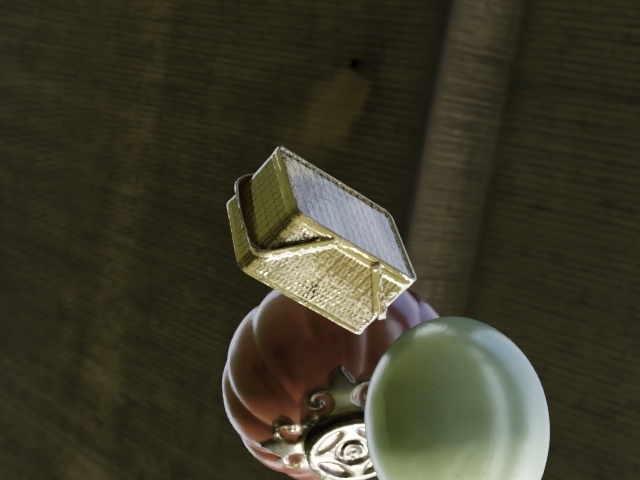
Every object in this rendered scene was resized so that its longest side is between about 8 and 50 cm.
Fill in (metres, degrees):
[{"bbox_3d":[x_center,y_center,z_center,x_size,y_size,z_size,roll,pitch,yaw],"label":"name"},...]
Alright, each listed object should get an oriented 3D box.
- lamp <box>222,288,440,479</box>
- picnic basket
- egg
[{"bbox_3d":[0.026,0.176,1.488,0.303,0.303,0.257,-54,-155,30],"label":"lamp"},{"bbox_3d":[0.000,0.000,1.065,0.079,0.164,0.115,-47,-146,21],"label":"picnic basket"},{"bbox_3d":[0.111,0.154,0.952,0.149,0.149,0.192,19,-53,45],"label":"egg"}]
